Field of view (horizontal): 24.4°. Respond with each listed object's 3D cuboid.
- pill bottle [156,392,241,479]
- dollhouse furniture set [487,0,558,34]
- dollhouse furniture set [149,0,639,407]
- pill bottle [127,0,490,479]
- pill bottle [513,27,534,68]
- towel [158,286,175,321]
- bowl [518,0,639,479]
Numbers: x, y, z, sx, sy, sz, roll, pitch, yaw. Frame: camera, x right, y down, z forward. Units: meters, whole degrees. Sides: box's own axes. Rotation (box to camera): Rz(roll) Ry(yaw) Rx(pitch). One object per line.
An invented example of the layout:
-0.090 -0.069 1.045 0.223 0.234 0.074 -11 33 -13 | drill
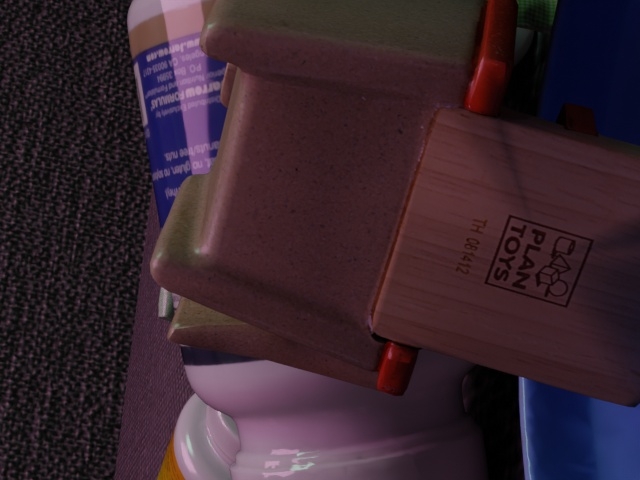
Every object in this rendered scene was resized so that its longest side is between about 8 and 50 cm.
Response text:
-0.058 0.177 1.067 0.215 0.117 0.117 112 163 -46 | pill bottle
0.096 -0.128 0.676 0.152 0.076 0.059 -118 38 -73 | dollhouse furniture set
0.039 -0.058 0.484 0.259 0.135 0.262 -77 3 -61 | dollhouse furniture set
0.000 0.000 0.721 0.153 0.153 0.265 173 88 -78 | pill bottle
0.068 -0.101 0.815 0.116 0.065 0.065 130 148 -69 | pill bottle
-0.044 -0.085 1.109 0.248 0.038 0.325 28 -113 -65 | towel
0.150 -0.039 0.341 0.391 0.077 0.391 -170 90 -79 | bowl
